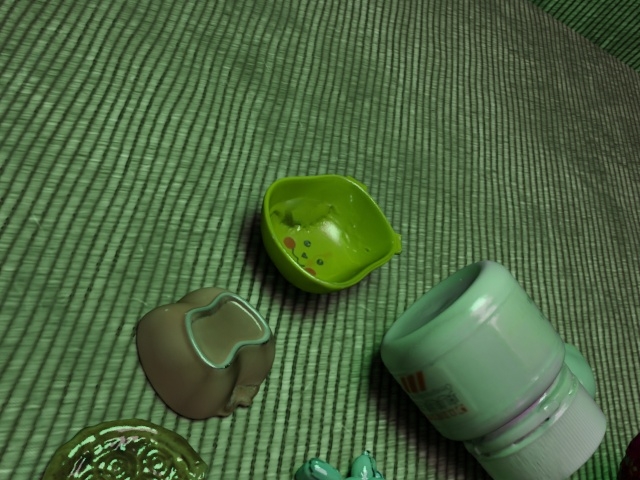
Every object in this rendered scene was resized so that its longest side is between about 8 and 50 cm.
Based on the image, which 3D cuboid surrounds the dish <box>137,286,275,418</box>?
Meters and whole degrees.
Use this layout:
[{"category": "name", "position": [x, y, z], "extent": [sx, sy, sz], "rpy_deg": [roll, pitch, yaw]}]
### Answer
[{"category": "dish", "position": [-0.151, 0.148, 1.185], "extent": [0.213, 0.090, 0.213], "rpy_deg": [21, 46, -23]}]

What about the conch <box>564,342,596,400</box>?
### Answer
[{"category": "conch", "position": [0.413, 0.253, 1.523], "extent": [0.221, 0.121, 0.185], "rpy_deg": [-2, 28, -33]}]

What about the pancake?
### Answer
[{"category": "pancake", "position": [-0.236, 0.314, 1.003], "extent": [0.211, 0.029, 0.235], "rpy_deg": [8, 37, -22]}]

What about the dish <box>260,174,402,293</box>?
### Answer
[{"category": "dish", "position": [0.000, 0.000, 1.408], "extent": [0.262, 0.108, 0.221], "rpy_deg": [-18, 68, -42]}]

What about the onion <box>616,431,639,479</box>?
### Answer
[{"category": "onion", "position": [0.686, 0.461, 1.439], "extent": [0.398, 0.398, 0.420], "rpy_deg": [40, 0, -3]}]

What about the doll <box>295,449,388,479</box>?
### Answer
[{"category": "doll", "position": [0.042, 0.370, 1.173], "extent": [0.158, 0.059, 0.159], "rpy_deg": [20, 45, -21]}]

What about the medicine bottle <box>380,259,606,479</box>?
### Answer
[{"category": "medicine bottle", "position": [0.282, 0.224, 1.329], "extent": [0.325, 0.256, 0.256], "rpy_deg": [52, 42, -5]}]
